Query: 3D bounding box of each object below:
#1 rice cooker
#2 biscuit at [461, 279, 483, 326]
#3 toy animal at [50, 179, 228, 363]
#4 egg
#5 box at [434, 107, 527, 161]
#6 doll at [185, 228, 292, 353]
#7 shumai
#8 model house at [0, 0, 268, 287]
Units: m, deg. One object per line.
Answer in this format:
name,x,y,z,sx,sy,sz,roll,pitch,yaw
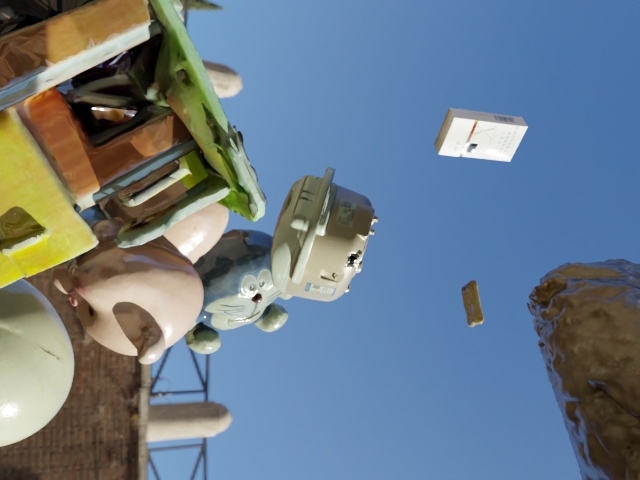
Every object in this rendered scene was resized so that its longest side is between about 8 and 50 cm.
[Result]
rice cooker,0.000,0.000,0.907,0.206,0.127,0.145,116,-8,-58
biscuit,0.283,0.119,1.265,0.083,0.018,0.081,94,-11,-77
toy animal,-0.225,0.016,0.872,0.210,0.221,0.230,-5,-65,59
egg,-0.437,0.145,0.859,0.219,0.269,0.219,-19,-135,21
box,0.300,-0.198,1.273,0.040,0.154,0.084,-104,-156,-43
doll,-0.138,0.080,1.152,0.154,0.228,0.258,69,-25,16
shumai,0.335,0.105,0.556,0.283,0.346,0.217,-16,-112,17
model house,-0.278,-0.096,0.474,0.340,0.323,0.300,24,-38,60
